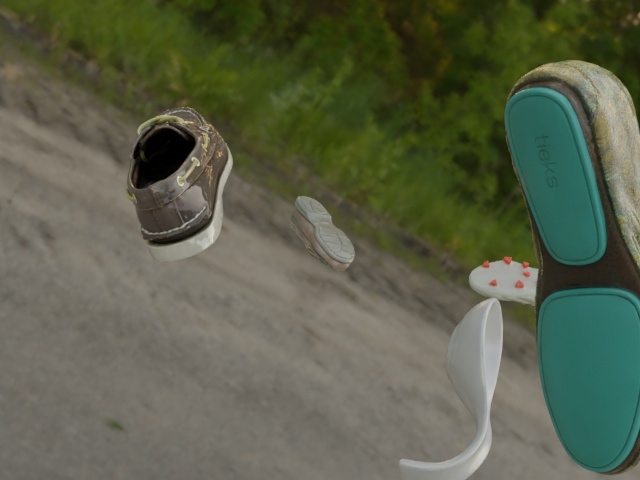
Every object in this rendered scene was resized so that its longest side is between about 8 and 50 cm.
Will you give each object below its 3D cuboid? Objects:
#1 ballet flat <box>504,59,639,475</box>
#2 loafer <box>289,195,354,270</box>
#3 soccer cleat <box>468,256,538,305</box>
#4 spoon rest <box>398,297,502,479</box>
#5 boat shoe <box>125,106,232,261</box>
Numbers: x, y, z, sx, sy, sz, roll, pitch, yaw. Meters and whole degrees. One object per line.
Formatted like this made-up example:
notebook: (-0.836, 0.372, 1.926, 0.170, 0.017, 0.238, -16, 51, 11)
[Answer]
ballet flat: (0.236, 0.019, 1.074, 0.123, 0.123, 0.348, -65, 143, -75)
loafer: (0.000, 0.000, 1.383, 0.045, 0.039, 0.125, 13, 27, -30)
soccer cleat: (0.293, 0.066, 1.763, 0.196, 0.076, 0.068, -2, 45, -15)
spoon rest: (0.179, 0.187, 1.546, 0.084, 0.137, 0.276, 11, 47, 23)
boat shoe: (-0.175, -0.094, 1.553, 0.324, 0.116, 0.097, -96, 167, -60)
